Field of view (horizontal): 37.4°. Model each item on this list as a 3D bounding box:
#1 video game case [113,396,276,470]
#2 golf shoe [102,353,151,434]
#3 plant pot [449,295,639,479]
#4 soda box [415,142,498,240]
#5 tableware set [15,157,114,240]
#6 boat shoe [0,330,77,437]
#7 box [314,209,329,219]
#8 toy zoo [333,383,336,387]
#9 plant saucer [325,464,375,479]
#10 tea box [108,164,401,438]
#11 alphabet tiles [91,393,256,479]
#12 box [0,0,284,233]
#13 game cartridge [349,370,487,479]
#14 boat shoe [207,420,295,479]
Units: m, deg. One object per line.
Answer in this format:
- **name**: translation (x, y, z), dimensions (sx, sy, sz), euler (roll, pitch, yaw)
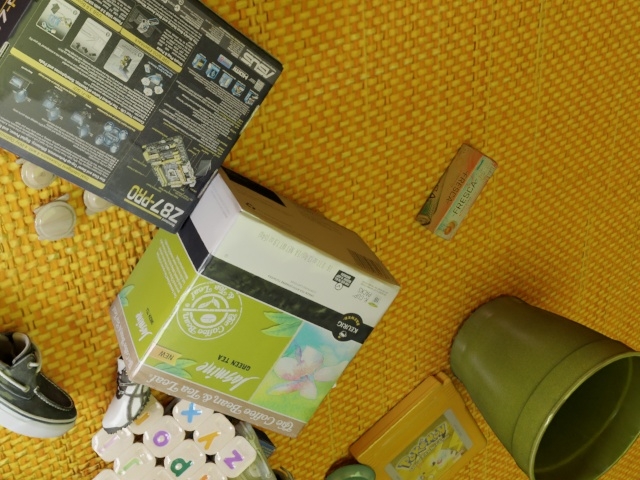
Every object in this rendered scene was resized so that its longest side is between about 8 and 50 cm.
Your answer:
- **video game case**: translation (-0.250, 0.441, 1.829), dimensions (0.244, 0.061, 0.269), euler (-50, 135, 2)
- **golf shoe**: translation (-0.330, 0.241, 1.639), dimensions (0.094, 0.077, 0.198), euler (38, 88, -31)
- **plant pot**: translation (0.483, 0.306, 2.083), dimensions (0.366, 0.353, 0.366), euler (-18, 127, -26)
- **soda box**: translation (0.268, -0.095, 1.863), dimensions (0.058, 0.063, 0.183), euler (24, 101, -43)
- **tableware set**: translation (-0.374, -0.083, 1.417), dimensions (0.141, 0.020, 0.168), euler (-26, 127, -27)
- **boat shoe**: translation (-0.483, 0.198, 1.449), dimensions (0.119, 0.121, 0.335), euler (-46, 133, 3)
- **box**: translation (0.008, 0.028, 1.755), dimensions (0.059, 0.054, 0.169), euler (-33, 133, -14)
- **toy zoo**: translation (-0.070, 0.198, 1.757), dimensions (0.192, 0.030, 0.293), euler (-8, 116, -11)
- **plant saucer**: translation (0.068, 0.549, 2.133), dimensions (0.119, 0.021, 0.119), euler (-7, 132, -7)
- **tea box**: translation (-0.112, 0.098, 1.543), dimensions (0.329, 0.220, 0.323), euler (26, 106, -31)
- **alphabet tiles**: translation (-0.267, 0.416, 1.692), dimensions (0.278, 0.284, 0.021), euler (-43, 179, -7)
- **box**: translation (-0.277, -0.222, 1.339), dimensions (0.395, 0.097, 0.318), euler (30, 92, -45)
- **game cartridge**: translation (0.239, 0.484, 2.231), dimensions (0.285, 0.053, 0.323), euler (-41, 135, -8)
- **boat shoe**: translation (-0.104, 0.461, 1.831), dimensions (0.103, 0.118, 0.320), euler (-39, 128, -5)
